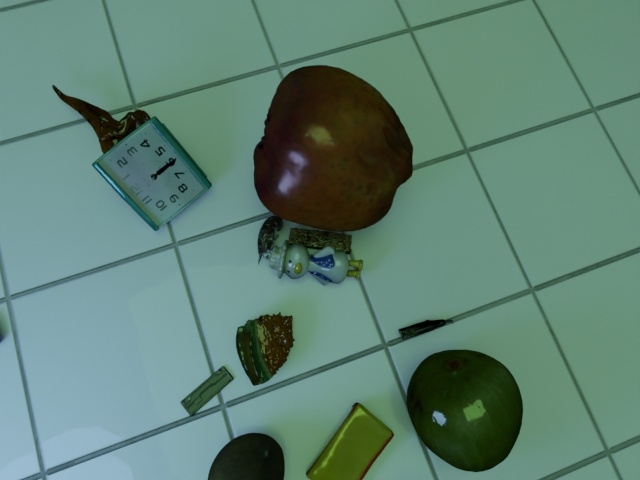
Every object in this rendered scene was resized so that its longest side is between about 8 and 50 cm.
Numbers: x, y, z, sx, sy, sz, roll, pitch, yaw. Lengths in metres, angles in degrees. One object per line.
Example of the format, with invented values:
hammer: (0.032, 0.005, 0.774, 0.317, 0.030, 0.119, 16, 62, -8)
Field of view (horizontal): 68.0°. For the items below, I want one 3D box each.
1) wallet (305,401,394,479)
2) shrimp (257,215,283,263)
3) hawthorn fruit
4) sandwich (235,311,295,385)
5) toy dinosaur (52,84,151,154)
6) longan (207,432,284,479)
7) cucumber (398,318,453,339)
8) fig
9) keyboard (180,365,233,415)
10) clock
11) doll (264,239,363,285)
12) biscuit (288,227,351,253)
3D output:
wallet: (0.084, 0.584, 1.308, 0.141, 0.067, 0.241, 38, 81, 2)
shrimp: (-0.160, 0.000, 1.450, 0.065, 0.056, 0.165, 14, 77, -6)
hawthorn fruit: (0.039, -0.249, 1.337, 0.471, 0.472, 0.472, 1, 75, -3)
sandwich: (-0.150, 0.307, 1.351, 0.159, 0.109, 0.185, -7, 73, -26)
toy dinosaur: (-0.646, -0.358, 1.500, 0.208, 0.097, 0.432, -32, 79, -5)
longan: (-0.189, 0.604, 1.214, 0.196, 0.197, 0.220, 23, 37, 3)
cucumber: (0.313, 0.257, 1.415, 0.163, 0.043, 0.039, -17, 105, -9)
fig: (0.382, 0.459, 1.254, 0.316, 0.316, 0.316, 1, 75, -3)
keyboard: (-0.322, 0.427, 1.348, 0.155, 0.010, 0.053, -39, 81, -12)
clock: (-0.496, -0.201, 1.418, 0.231, 0.116, 0.262, -41, 118, -8)
doll: (-0.022, 0.068, 1.409, 0.293, 0.138, 0.119, 10, 34, -3)
biscuit: (0.000, 0.000, 1.470, 0.199, 0.034, 0.064, 8, 75, -2)
